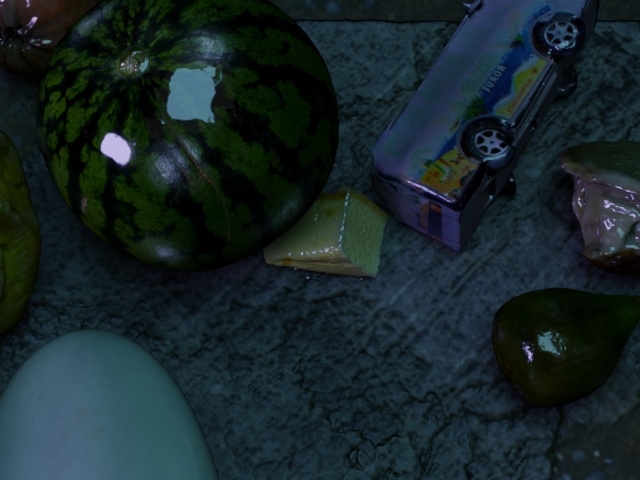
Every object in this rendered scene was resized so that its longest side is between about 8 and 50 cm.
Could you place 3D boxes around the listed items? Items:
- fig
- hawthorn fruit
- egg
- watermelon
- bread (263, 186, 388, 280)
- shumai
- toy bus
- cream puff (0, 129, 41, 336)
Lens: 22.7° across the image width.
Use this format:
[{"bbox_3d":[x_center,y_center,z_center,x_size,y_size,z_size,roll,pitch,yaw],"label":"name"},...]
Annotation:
[{"bbox_3d":[0.254,0.096,1.574,0.177,0.117,0.117,-18,70,-30],"label":"fig"},{"bbox_3d":[-0.286,-0.262,1.637,0.149,0.149,0.189,16,71,1],"label":"hawthorn fruit"},{"bbox_3d":[-0.194,0.250,1.391,0.230,0.230,0.371,-2,63,-7],"label":"egg"},{"bbox_3d":[-0.127,-0.110,1.527,0.285,0.285,0.285,2,68,-5],"label":"watermelon"},{"bbox_3d":[0.000,0.000,1.628,0.109,0.080,0.084,-7,64,30],"label":"bread"},{"bbox_3d":[0.335,-0.026,1.618,0.201,0.201,0.120,6,109,-3],"label":"shumai"},{"bbox_3d":[0.175,-0.149,1.663,0.138,0.112,0.317,26,66,16],"label":"toy bus"},{"bbox_3d":[-0.425,-0.009,1.464,0.324,0.257,0.291,-14,66,-11],"label":"cream puff"}]
